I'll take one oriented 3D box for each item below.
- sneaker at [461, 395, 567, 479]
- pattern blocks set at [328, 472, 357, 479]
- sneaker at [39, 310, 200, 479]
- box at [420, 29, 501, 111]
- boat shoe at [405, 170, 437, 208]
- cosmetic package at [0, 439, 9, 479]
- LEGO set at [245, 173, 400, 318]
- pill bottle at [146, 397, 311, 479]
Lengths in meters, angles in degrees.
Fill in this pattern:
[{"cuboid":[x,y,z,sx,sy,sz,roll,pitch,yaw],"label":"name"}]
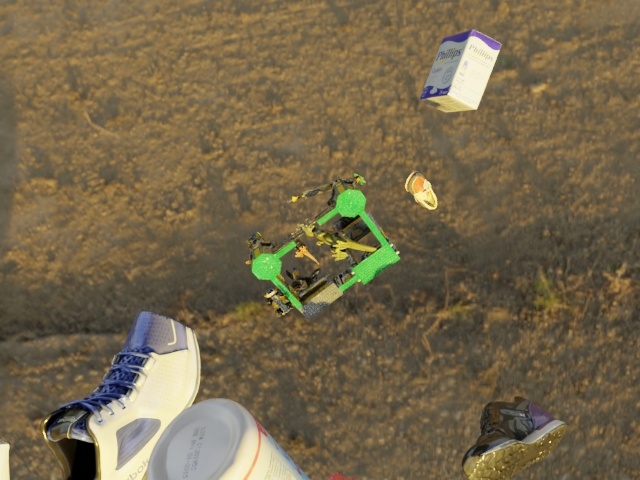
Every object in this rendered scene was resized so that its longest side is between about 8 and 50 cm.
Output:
[{"cuboid":[0.325,0.362,1.480,0.283,0.107,0.124,-3,34,-46],"label":"sneaker"},{"cuboid":[0.176,0.518,1.366,0.026,0.325,0.285,-55,32,11],"label":"pattern blocks set"},{"cuboid":[-0.293,0.246,1.169,0.128,0.182,0.315,-1,66,29],"label":"sneaker"},{"cuboid":[0.271,-0.328,1.568,0.137,0.072,0.126,-68,20,-1],"label":"box"},{"cuboid":[0.224,-0.109,1.771,0.043,0.137,0.049,39,85,30],"label":"boat shoe"},{"cuboid":[-0.356,0.306,0.706,0.098,0.377,0.284,3,83,-33],"label":"cosmetic package"},{"cuboid":[0.000,0.000,1.743,0.331,0.255,0.192,-44,25,10],"label":"LEGO set"},{"cuboid":[-0.052,0.196,0.604,0.087,0.160,0.087,-19,41,17],"label":"pill bottle"}]
